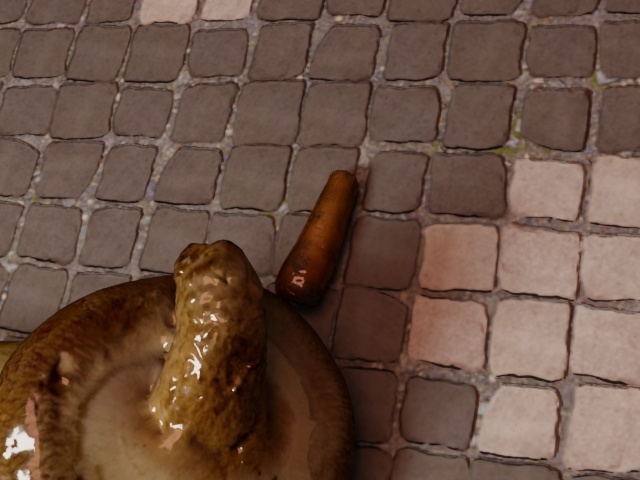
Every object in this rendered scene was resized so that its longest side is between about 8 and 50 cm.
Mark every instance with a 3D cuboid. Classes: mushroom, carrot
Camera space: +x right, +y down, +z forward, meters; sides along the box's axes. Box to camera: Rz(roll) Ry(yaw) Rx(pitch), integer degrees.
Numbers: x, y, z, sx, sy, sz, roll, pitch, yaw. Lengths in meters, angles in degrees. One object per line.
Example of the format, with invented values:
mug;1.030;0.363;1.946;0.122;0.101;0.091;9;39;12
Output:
mushroom;-0.125;0.185;1.024;0.345;0.239;0.345;0;88;-6
carrot;0.000;0.000;1.194;0.055;0.055;0.161;15;67;23

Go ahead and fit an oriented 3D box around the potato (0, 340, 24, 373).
potato;-0.335;0.196;1.136;0.266;0.229;0.229;-14;64;0
